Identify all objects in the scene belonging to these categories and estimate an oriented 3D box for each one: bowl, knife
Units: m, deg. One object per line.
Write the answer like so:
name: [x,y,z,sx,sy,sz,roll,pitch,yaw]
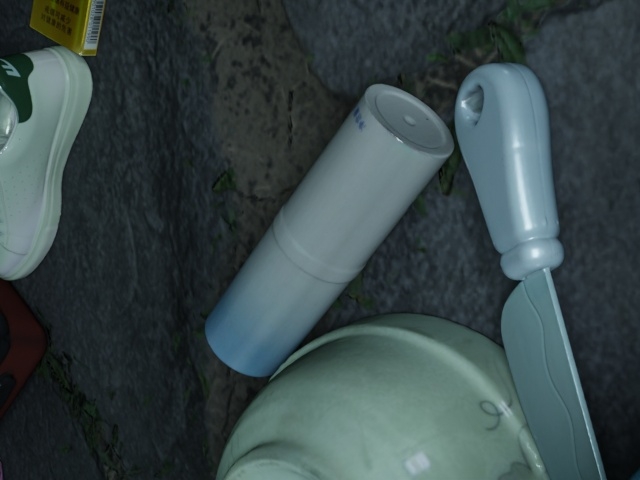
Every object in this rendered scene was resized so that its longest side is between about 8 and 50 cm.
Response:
bowl: [0.035,0.214,0.745,0.307,0.163,0.307,9,103,42]
knife: [0.136,0.047,0.657,0.080,0.044,0.332,-29,68,62]

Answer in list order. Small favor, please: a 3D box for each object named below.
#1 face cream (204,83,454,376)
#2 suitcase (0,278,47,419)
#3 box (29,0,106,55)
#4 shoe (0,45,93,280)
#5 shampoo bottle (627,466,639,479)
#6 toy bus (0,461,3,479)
face cream: [0.000,0.000,0.780,0.077,0.077,0.250,52,126,21]
suitcase: [-0.447,0.139,1.086,0.236,0.161,0.297,44,103,29]
box: [-0.228,-0.259,0.962,0.089,0.022,0.156,29,115,32]
shoe: [-0.313,-0.072,1.014,0.095,0.110,0.265,38,118,28]
shampoo bottle: [0.257,0.279,0.451,0.342,0.331,0.331,37,120,32]
toy bus: [-0.485,0.268,1.238,0.274,0.090,0.112,20,102,35]
